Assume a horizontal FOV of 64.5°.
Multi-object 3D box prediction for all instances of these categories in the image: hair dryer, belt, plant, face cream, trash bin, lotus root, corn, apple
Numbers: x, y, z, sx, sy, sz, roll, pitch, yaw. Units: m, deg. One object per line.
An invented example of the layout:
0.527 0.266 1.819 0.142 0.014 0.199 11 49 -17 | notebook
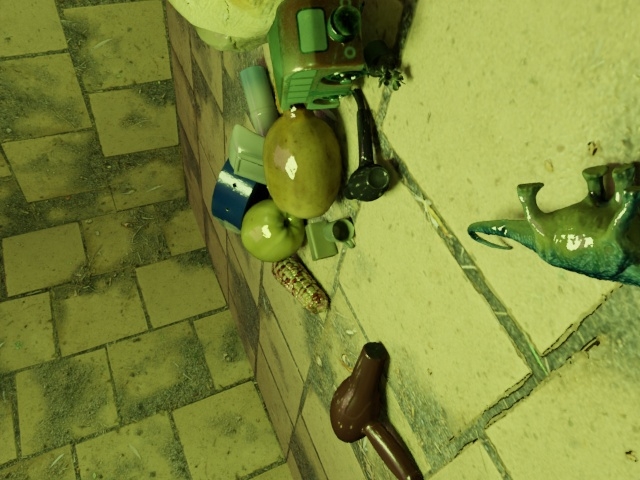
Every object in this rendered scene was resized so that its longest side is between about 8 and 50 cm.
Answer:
0.078 -0.182 0.982 0.195 0.075 0.219 179 87 -79 | hair dryer
-0.235 -0.146 1.564 0.117 0.213 0.347 28 159 1 | belt
0.104 -0.278 0.827 0.051 0.051 0.102 108 147 -56 | plant
-0.159 -0.357 1.426 0.077 0.077 0.250 169 86 -70 | face cream
0.000 0.000 1.289 0.043 0.060 0.092 147 109 -69 | trash bin
-0.041 -0.192 1.103 0.183 0.182 0.310 -129 30 -48 | lotus root
-0.065 0.131 1.516 0.280 0.092 0.092 44 144 50 | corn
-0.136 -0.029 1.457 0.200 0.199 0.200 165 90 -70 | apple
0.161 0.442 1.172 0.340 0.123 0.313 47 137 33 | hair dryer

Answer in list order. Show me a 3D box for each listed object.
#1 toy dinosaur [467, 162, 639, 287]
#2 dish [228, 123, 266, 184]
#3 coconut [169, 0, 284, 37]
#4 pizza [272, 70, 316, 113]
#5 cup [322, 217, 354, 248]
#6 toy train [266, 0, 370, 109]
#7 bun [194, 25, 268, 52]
0.276 -0.005 0.534 0.363 0.076 0.147 28 137 58 | toy dinosaur
-0.135 -0.195 1.286 0.151 0.212 0.077 125 162 -64 | dish
-0.118 -0.515 0.828 0.360 0.346 0.347 -172 68 -76 | coconut
-0.042 -0.349 1.160 0.199 0.062 0.188 49 151 36 | pizza
0.048 -0.018 1.184 0.055 0.074 0.083 -69 15 -7 | cup
-0.008 -0.310 0.858 0.326 0.159 0.129 -153 55 -83 | toy train
-0.172 -0.561 1.146 0.281 0.204 0.282 14 106 57 | bun
